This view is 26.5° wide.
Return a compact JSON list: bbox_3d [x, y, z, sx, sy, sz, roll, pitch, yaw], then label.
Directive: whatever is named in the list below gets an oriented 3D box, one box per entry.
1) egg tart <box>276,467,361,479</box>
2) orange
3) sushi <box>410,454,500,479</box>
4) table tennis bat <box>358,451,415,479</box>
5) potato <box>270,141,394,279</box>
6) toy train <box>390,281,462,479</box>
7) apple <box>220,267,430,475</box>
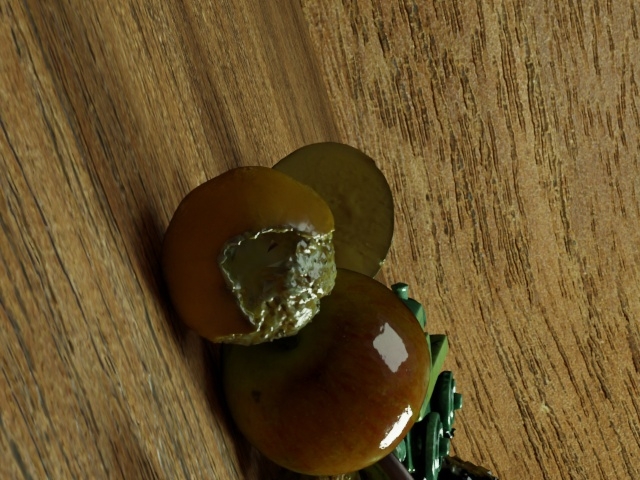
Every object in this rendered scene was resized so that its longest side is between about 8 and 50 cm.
[{"bbox_3d":[0.009,0.280,1.369,0.212,0.090,0.213,-14,90,-83],"label":"egg tart"},{"bbox_3d":[-0.058,0.016,1.133,0.134,0.156,0.157,-135,-151,-83],"label":"orange"},{"bbox_3d":[0.174,0.421,2.089,0.213,0.204,0.200,32,3,41],"label":"sushi"},{"bbox_3d":[0.051,0.290,1.558,0.200,0.038,0.310,41,-25,22],"label":"table tennis bat"},{"bbox_3d":[0.000,0.000,1.666,0.158,0.178,0.203,95,-16,-71],"label":"potato"},{"bbox_3d":[0.096,0.169,1.743,0.369,0.150,0.237,-44,131,-75],"label":"toy train"},{"bbox_3d":[0.000,0.116,1.251,0.196,0.196,0.196,-15,90,-83],"label":"apple"}]
